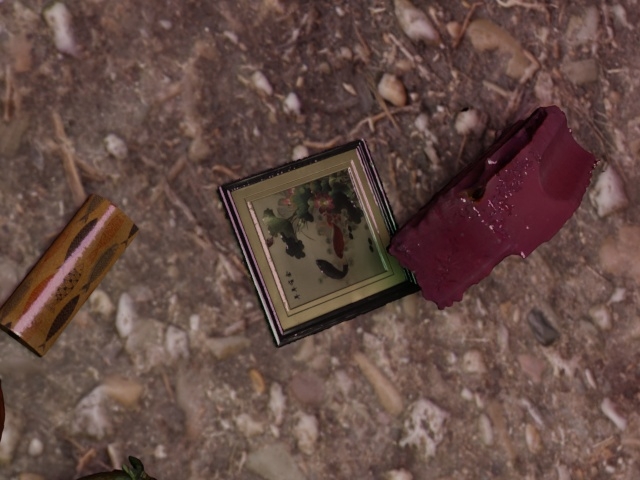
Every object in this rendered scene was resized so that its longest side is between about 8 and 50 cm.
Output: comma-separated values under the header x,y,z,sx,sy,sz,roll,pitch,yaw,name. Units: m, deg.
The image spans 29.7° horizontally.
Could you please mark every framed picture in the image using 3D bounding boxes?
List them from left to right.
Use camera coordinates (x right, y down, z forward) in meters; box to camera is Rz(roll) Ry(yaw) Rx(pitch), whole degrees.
x,y,z,sx,sy,sz,roll,pitch,yaw,name
0.000,0.000,1.378,0.199,0.010,0.195,-20,89,-23,framed picture

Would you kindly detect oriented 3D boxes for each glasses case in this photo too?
x,y,z,sx,sy,sz,roll,pitch,yaw,name
-0.262,0.035,1.251,0.065,0.041,0.170,40,69,-12,glasses case

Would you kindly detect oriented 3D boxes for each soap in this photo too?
x,y,z,sx,sy,sz,roll,pitch,yaw,name
0.210,-0.056,1.381,0.112,0.182,0.289,52,35,-5,soap

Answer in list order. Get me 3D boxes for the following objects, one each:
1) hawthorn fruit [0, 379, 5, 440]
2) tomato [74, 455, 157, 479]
x,y,z,sx,sy,sz,roll,pitch,yaw,name
-0.407,0.161,1.070,0.258,0.258,0.261,-8,72,-23,hawthorn fruit
-0.181,0.370,1.100,0.239,0.303,0.303,-38,97,-4,tomato
